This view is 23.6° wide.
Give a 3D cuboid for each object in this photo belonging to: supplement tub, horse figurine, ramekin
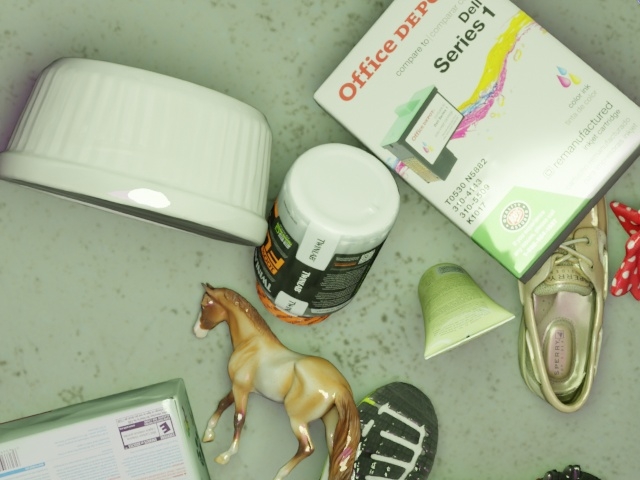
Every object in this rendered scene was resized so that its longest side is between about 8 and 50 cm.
[{"bbox_3d":[0.000,0.000,1.535,0.117,0.190,0.117,9,54,-12],"label":"supplement tub"},{"bbox_3d":[-0.041,0.166,1.577,0.066,0.263,0.174,7,103,-49],"label":"horse figurine"},{"bbox_3d":[-0.171,-0.087,1.487,0.273,0.273,0.127,14,86,-5],"label":"ramekin"}]

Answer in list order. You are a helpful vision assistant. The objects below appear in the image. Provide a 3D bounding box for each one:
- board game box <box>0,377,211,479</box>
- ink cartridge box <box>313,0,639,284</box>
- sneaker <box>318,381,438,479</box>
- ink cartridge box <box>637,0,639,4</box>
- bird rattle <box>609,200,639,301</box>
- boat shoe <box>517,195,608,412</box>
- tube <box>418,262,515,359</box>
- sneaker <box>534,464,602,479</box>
[{"bbox_3d":[-0.217,0.324,1.631,0.224,0.097,0.303,-14,99,0],"label":"board game box"},{"bbox_3d":[0.162,-0.123,1.522,0.278,0.117,0.201,42,95,11],"label":"ink cartridge box"},{"bbox_3d":[0.026,0.285,1.635,0.111,0.121,0.300,31,78,-7],"label":"sneaker"},{"bbox_3d":[0.489,-0.188,1.601,0.176,0.069,0.371,-38,97,4],"label":"ink cartridge box"},{"bbox_3d":[0.429,-0.002,1.566,0.207,0.143,0.253,29,122,-18],"label":"bird rattle"},{"bbox_3d":[0.254,0.029,1.604,0.109,0.098,0.302,-1,100,-3],"label":"boat shoe"},{"bbox_3d":[0.136,0.073,1.533,0.062,0.240,0.070,22,97,-4],"label":"tube"},{"bbox_3d":[0.190,0.327,1.619,0.276,0.097,0.135,-6,121,-31],"label":"sneaker"}]
